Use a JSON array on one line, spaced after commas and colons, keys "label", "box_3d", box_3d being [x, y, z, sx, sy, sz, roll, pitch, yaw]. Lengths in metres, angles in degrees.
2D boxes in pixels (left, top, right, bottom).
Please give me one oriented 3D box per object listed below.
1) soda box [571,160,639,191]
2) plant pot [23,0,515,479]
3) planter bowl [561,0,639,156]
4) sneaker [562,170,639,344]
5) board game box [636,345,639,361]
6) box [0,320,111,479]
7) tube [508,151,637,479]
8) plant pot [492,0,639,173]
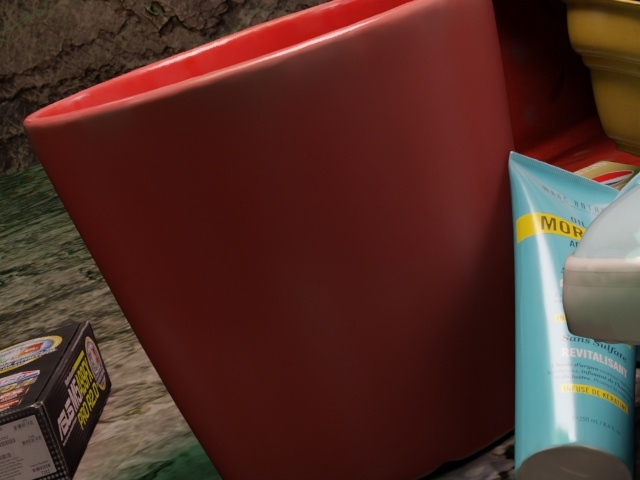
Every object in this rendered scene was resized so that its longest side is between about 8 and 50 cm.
[{"label": "soda box", "box_3d": [0.211, -0.011, 1.111, 0.058, 0.061, 0.181, -21, 12, -11]}, {"label": "plant pot", "box_3d": [0.000, 0.000, 0.939, 0.275, 0.243, 0.275, -19, 11, 4]}, {"label": "planter bowl", "box_3d": [0.247, -0.089, 1.061, 0.217, 0.090, 0.217, 14, 5, -1]}, {"label": "sneaker", "box_3d": [0.222, -0.073, 0.756, 0.366, 0.150, 0.135, -28, 14, -39]}, {"label": "board game box", "box_3d": [0.319, 0.001, 0.835, 0.254, 0.079, 0.336, -22, 11, -15]}, {"label": "box", "box_3d": [-0.296, 0.149, 1.179, 0.270, 0.060, 0.216, -18, 12, 5]}, {"label": "tube", "box_3d": [0.125, 0.038, 0.813, 0.052, 0.080, 0.207, -55, 18, 41]}, {"label": "plant pot", "box_3d": [0.250, -0.191, 1.475, 0.267, 0.267, 0.236, -8, 3, 43]}]
